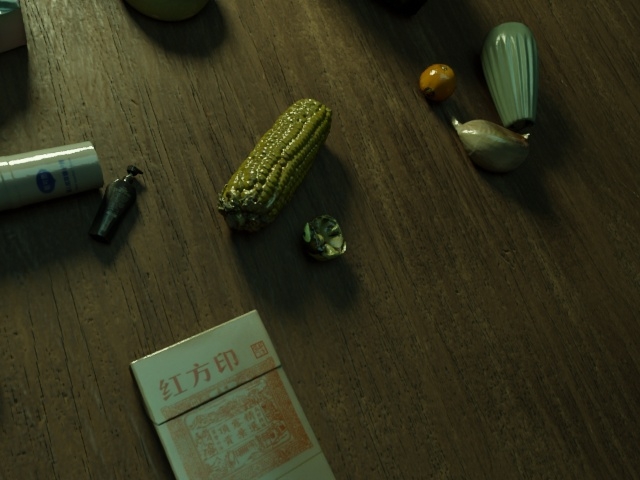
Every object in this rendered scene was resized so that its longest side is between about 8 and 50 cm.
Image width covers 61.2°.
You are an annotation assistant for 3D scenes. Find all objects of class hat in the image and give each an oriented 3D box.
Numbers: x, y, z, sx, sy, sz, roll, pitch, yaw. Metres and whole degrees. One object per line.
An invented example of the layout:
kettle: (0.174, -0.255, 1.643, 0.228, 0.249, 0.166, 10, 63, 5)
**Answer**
hat: (-0.001, 0.000, 0.950, 0.076, 0.059, 0.077, -13, 78, -44)

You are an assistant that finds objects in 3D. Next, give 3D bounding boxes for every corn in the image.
corn: (-0.070, -0.138, 0.953, 0.115, 0.115, 0.317, 34, 59, -6)

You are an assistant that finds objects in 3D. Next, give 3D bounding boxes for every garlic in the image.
garlic: (0.369, -0.221, 1.198, 0.199, 0.090, 0.128, 15, 47, -10)

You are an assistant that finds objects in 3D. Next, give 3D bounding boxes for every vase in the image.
vase: (0.452, -0.380, 1.274, 0.129, 0.128, 0.247, 1, 77, -22)

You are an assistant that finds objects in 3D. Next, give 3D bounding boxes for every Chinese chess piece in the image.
Chinese chess piece: (-0.301, -0.514, 1.041, 0.189, 0.083, 0.188, 7, 68, -19)

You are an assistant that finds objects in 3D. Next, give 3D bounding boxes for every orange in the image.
orange: (0.261, -0.351, 1.202, 0.084, 0.083, 0.083, 9, 65, -19)

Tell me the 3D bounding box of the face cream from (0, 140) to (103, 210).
face cream: (-0.454, -0.083, 0.785, 0.250, 0.077, 0.077, -19, 76, -28)

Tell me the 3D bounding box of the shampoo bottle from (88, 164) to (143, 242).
shampoo bottle: (-0.323, -0.061, 0.858, 0.048, 0.027, 0.137, 29, 59, -24)

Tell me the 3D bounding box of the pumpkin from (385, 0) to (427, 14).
pumpkin: (0.201, -0.660, 1.313, 0.140, 0.189, 0.280, 21, 18, -12)

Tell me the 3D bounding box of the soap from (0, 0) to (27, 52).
soap: (-0.632, -0.357, 0.814, 0.324, 0.109, 0.192, -10, 71, -27)

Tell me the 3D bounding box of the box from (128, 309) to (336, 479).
box: (-0.108, 0.302, 0.773, 0.205, 0.051, 0.364, -21, 77, -28)
